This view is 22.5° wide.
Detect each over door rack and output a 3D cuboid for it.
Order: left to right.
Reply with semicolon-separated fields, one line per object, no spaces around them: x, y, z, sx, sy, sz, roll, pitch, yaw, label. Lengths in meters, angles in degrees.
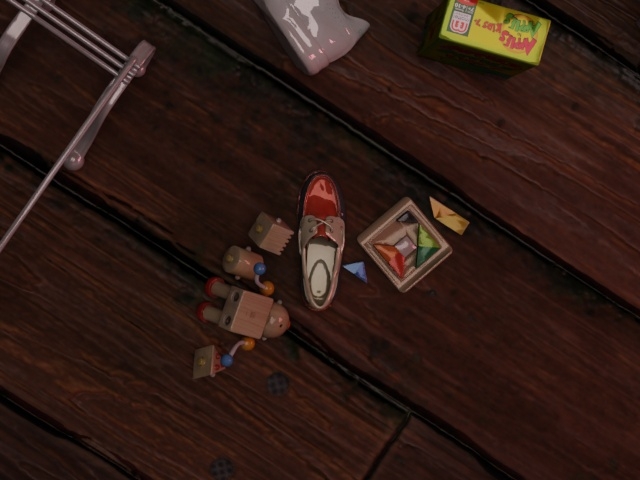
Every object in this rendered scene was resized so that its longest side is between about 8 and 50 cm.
-0.339;-0.116;1.485;0.239;0.108;0.324;34;69;-4;over door rack

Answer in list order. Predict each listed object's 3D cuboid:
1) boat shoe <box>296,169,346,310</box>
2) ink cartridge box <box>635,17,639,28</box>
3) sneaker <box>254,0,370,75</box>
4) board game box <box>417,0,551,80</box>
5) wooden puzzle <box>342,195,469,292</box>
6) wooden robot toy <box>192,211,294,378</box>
0.000;0.000;1.550;0.049;0.043;0.137;3;90;-1;boat shoe
0.416;-0.223;1.521;0.176;0.127;0.128;-41;92;-1;ink cartridge box
-0.033;-0.268;1.531;0.094;0.080;0.212;-35;102;-7;sneaker
0.147;-0.186;1.482;0.092;0.181;0.043;16;91;-3;board game box
0.083;0.003;1.569;0.078;0.014;0.116;43;90;-3;wooden puzzle
-0.063;0.062;1.550;0.079;0.076;0.173;20;91;-38;wooden robot toy
